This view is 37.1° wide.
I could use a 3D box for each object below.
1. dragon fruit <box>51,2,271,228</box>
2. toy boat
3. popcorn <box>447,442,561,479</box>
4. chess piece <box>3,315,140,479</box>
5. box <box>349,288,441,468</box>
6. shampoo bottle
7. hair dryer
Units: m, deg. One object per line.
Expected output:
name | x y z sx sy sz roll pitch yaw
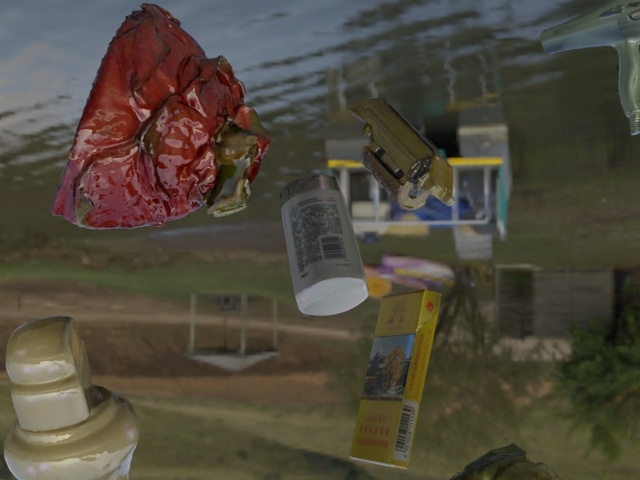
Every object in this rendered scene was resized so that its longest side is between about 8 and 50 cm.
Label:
dragon fruit | -0.145 -0.150 1.050 0.205 0.317 0.152 19 137 -12
toy boat | 0.100 -0.114 1.265 0.068 0.088 0.226 29 -163 -43
popcorn | 0.268 0.461 1.466 0.276 0.225 0.276 -28 179 -1
chess piece | -0.171 0.240 0.753 0.117 0.397 0.117 -6 -157 2
box | 0.066 0.122 0.854 0.023 0.155 0.087 17 166 -16
shampoo bottle | 0.000 0.000 1.168 0.086 0.056 0.227 -13 -145 0
hair dryer | 0.440 -0.289 1.506 0.088 0.225 0.219 11 -174 -43
